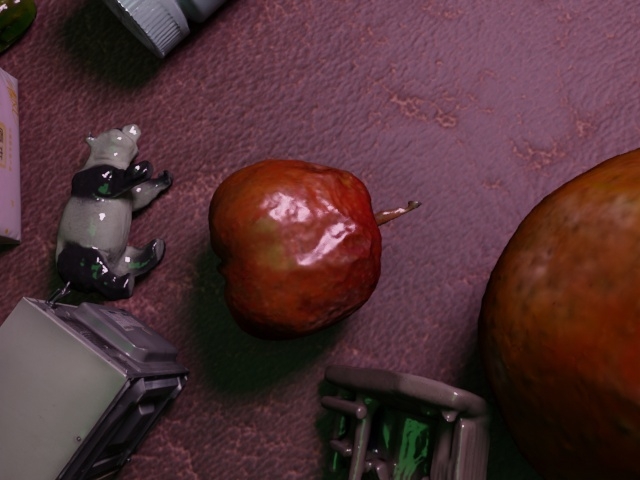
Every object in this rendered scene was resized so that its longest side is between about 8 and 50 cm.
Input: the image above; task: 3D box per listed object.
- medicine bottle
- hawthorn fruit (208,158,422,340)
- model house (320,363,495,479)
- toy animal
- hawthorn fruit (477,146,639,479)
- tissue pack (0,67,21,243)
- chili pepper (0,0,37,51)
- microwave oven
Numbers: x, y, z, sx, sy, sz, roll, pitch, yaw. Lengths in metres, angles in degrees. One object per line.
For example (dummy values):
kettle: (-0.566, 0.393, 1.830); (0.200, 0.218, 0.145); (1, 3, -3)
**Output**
medicine bottle: (-0.137, -0.391, 0.892); (0.318, 0.158, 0.158); (-44, 81, -4)
hawthorn fruit: (0.000, 0.000, 0.812); (0.243, 0.207, 0.208); (-17, 80, -4)
model house: (0.091, 0.234, 0.773); (0.122, 0.229, 0.188); (8, 82, -29)
toy animal: (-0.255, -0.039, 0.882); (0.121, 0.094, 0.225); (5, 83, 13)
hawthorn fruit: (0.357, 0.100, 0.672); (0.402, 0.403, 0.403); (-1, 81, 3)
tissue pack: (-0.450, -0.114, 0.854); (0.124, 0.185, 0.225); (-5, 81, 2)
chili pepper: (-0.422, -0.292, 0.934); (0.204, 0.072, 0.073); (-45, 107, -16)
microwave oven: (-0.256, 0.166, 0.769); (0.145, 0.240, 0.194); (38, 85, 9)
